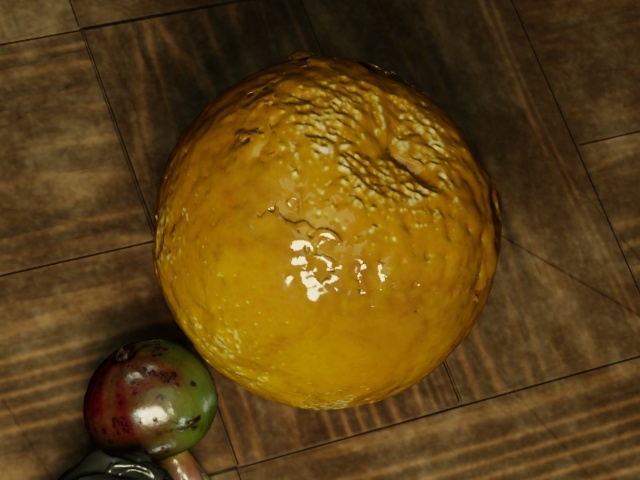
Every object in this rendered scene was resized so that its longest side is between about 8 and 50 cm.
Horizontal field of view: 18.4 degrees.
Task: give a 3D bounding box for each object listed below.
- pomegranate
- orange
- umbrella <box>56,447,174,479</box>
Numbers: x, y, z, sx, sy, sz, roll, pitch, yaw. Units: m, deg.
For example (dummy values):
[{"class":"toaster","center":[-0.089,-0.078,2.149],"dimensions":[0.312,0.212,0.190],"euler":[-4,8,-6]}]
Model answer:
[{"class":"pomegranate","center":[-0.161,0.172,1.861],"dimensions":[0.129,0.129,0.159],"euler":[-2,107,-18]},{"class":"orange","center":[0.000,0.000,1.888],"dimensions":[0.341,0.293,0.340],"euler":[18,47,-21]},{"class":"umbrella","center":[-0.270,0.309,1.750],"dimensions":[0.340,0.118,0.118],"euler":[-38,80,-12]}]
